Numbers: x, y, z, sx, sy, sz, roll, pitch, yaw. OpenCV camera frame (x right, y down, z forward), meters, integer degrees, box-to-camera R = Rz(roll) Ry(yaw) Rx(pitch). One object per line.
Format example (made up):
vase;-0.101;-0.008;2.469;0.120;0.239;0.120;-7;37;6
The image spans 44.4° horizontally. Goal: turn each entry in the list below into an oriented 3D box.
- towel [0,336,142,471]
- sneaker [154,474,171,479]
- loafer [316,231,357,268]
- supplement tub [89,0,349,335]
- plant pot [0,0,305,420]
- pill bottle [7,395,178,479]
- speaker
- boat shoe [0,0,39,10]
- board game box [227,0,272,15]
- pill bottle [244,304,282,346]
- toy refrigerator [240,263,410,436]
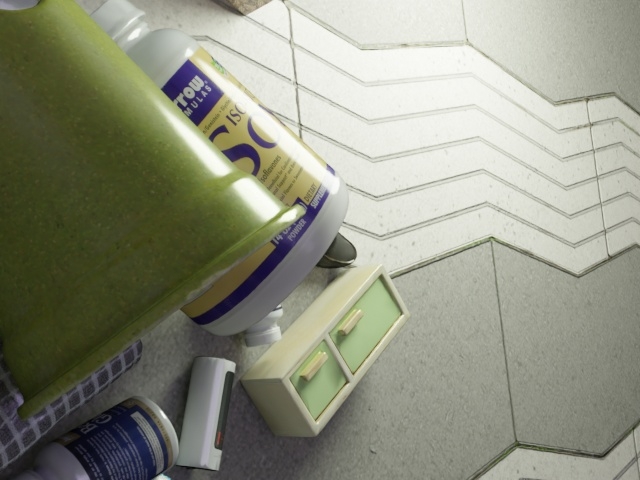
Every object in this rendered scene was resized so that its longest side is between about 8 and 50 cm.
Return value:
towel;-0.321;0.057;0.721;0.235;0.121;0.283;-40;110;-43
sneaker;-0.208;0.365;0.851;0.087;0.092;0.228;41;53;-29
loafer;0.000;0.000;1.162;0.170;0.061;0.062;21;66;-41
supplement tub;-0.159;-0.079;0.872;0.331;0.241;0.241;42;53;-15
plant pot;-0.197;-0.042;0.635;0.254;0.276;0.276;54;48;-4
pill bottle;-0.244;0.244;0.840;0.169;0.094;0.094;-27;100;-45
speaker;-0.143;0.216;0.977;0.055;0.055;0.136;25;64;-39
boat shoe;-0.336;-0.307;0.871;0.098;0.096;0.277;5;78;-45
board game box;-0.049;-0.508;1.106;0.141;0.232;0.291;32;61;-36
pill bottle;-0.088;0.079;1.053;0.067;0.067;0.120;-11;89;-46
toy refrigerator;0.017;0.151;1.123;0.269;0.094;0.102;-43;112;-41
